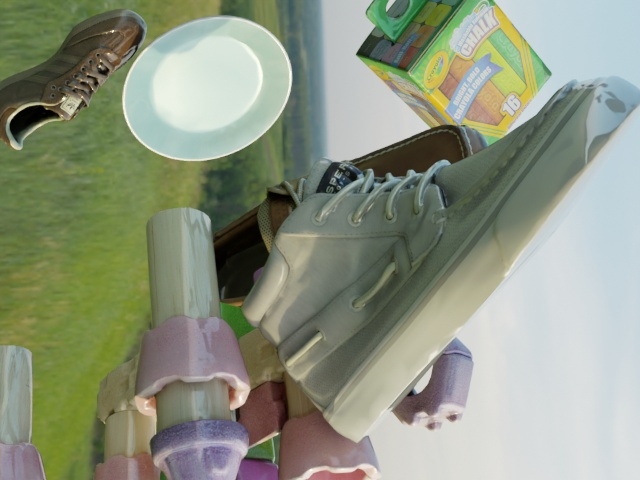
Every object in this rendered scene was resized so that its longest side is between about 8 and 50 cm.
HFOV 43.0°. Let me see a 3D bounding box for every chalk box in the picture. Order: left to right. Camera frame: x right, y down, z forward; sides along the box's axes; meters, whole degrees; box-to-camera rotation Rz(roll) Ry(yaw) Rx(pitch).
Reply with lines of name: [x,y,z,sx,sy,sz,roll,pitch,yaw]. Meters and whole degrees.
chalk box: [0.145,-0.225,0.967,0.213,0.132,0.132,36,2,-34]

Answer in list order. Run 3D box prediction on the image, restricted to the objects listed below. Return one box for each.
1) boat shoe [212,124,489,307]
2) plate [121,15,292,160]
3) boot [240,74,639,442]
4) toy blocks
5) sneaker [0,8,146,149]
boat shoe: [0.000,0.000,0.704,0.116,0.324,0.123,23,43,-44]
plate: [-0.122,-0.164,0.879,0.188,0.188,0.024,87,-19,-49]
boot: [0.043,-0.008,0.436,0.095,0.123,0.258,-26,156,-56]
toy blocks: [-0.060,0.180,0.587,0.308,0.288,0.260,22,46,-43]
sneaker: [-0.249,-0.157,0.824,0.066,0.188,0.071,39,23,-61]
